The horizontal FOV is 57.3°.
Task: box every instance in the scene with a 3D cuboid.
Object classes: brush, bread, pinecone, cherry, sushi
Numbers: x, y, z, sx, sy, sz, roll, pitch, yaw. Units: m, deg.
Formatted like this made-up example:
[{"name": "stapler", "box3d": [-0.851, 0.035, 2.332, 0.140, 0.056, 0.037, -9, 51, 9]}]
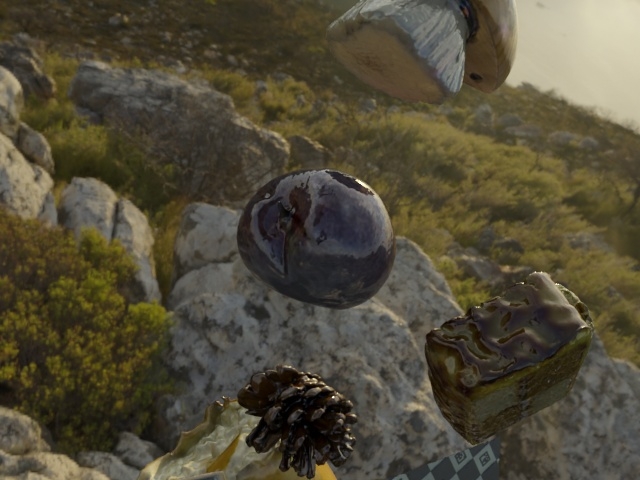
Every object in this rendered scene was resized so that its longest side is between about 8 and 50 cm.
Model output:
[{"name": "brush", "box3d": [0.152, -0.252, 0.749, 0.266, 0.166, 0.174, 33, -11, -34]}, {"name": "bread", "box3d": [0.215, 0.143, 0.672, 0.181, 0.222, 0.096, -26, 54, -3]}, {"name": "pinecone", "box3d": [-0.033, 0.283, 0.923, 0.195, 0.150, 0.179, 20, -13, 31]}, {"name": "bread", "box3d": [-0.157, 0.515, 1.170, 0.361, 0.394, 0.250, -36, 37, -7]}, {"name": "cherry", "box3d": [0.004, 0.001, 0.626, 0.176, 0.176, 0.140, 17, 66, -12]}, {"name": "sushi", "box3d": [0.251, 0.562, 1.228, 0.289, 0.264, 0.050, -6, 9, -26]}]

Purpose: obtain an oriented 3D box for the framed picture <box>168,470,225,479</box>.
[{"name": "framed picture", "box3d": [-0.245, 0.436, 0.833, 0.259, 0.023, 0.189, -3, 37, -21]}]
